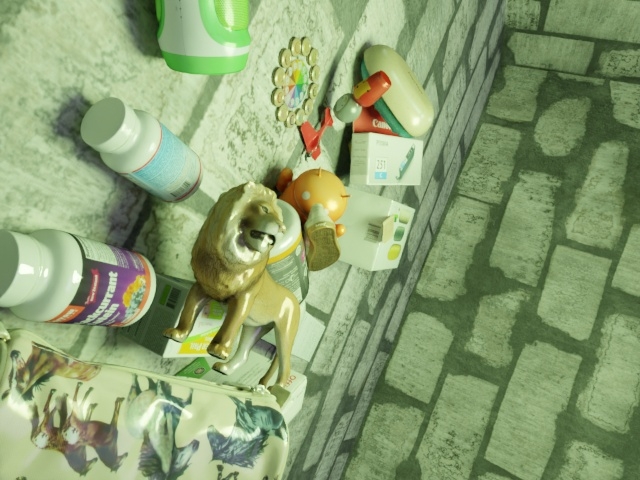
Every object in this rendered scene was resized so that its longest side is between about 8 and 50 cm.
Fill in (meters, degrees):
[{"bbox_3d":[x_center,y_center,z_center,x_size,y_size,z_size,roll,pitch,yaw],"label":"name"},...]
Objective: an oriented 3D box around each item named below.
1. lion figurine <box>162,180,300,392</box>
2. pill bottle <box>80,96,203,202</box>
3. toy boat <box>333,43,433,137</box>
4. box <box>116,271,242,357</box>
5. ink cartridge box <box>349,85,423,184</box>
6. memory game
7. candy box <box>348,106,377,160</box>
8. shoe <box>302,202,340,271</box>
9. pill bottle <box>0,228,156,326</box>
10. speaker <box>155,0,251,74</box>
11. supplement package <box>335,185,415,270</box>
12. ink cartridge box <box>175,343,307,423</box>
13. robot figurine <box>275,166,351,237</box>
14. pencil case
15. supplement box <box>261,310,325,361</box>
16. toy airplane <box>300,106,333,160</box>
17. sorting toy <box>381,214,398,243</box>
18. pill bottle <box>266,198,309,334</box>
[{"bbox_3d":[-0.109,0.097,0.753,0.392,0.142,0.240,75,34,-58],"label":"lion figurine"},{"bbox_3d":[-0.233,-0.118,0.611,0.087,0.087,0.160,-66,157,-10],"label":"pill bottle"},{"bbox_3d":[0.152,-0.364,1.153,0.148,0.268,0.318,-31,179,34],"label":"toy boat"},{"bbox_3d":[-0.227,0.133,0.797,0.114,0.103,0.203,-70,157,-5],"label":"box"},{"bbox_3d":[0.197,-0.290,1.310,0.296,0.066,0.261,-9,103,-49],"label":"ink cartridge box"},{"bbox_3d":[-0.047,-0.328,0.956,0.186,0.012,0.186,-48,148,-43],"label":"memory game"},{"bbox_3d":[0.150,-0.305,1.364,0.187,0.053,0.109,-60,154,-27],"label":"candy box"},{"bbox_3d":[0.000,0.000,0.938,0.219,0.076,0.058,92,-19,-63],"label":"shoe"},{"bbox_3d":[-0.304,0.047,0.554,0.108,0.108,0.193,-69,157,-5],"label":"pill bottle"},{"bbox_3d":[-0.148,-0.368,0.559,0.131,0.131,0.297,-41,143,-49],"label":"speaker"},{"bbox_3d":[0.130,-0.037,1.338,0.262,0.198,0.199,4,104,-66],"label":"supplement package"},{"bbox_3d":[-0.161,0.310,0.933,0.160,0.219,0.093,-32,136,-55],"label":"ink cartridge box"},{"bbox_3d":[-0.029,-0.072,0.988,0.128,0.219,0.158,2,64,-36],"label":"robot figurine"},{"bbox_3d":[-0.233,0.233,0.578,0.410,0.160,0.184,28,71,-35],"label":"pencil case"},{"bbox_3d":[-0.082,0.230,1.186,0.114,0.111,0.220,-65,156,-13],"label":"supplement box"},{"bbox_3d":[-0.004,-0.252,1.085,0.151,0.028,0.151,18,90,-72],"label":"toy airplane"},{"bbox_3d":[0.181,-0.036,1.188,0.083,0.012,0.062,-37,133,-43],"label":"sorting toy"},{"bbox_3d":[-0.107,0.062,0.934,0.162,0.162,0.278,-53,152,-36],"label":"pill bottle"}]
